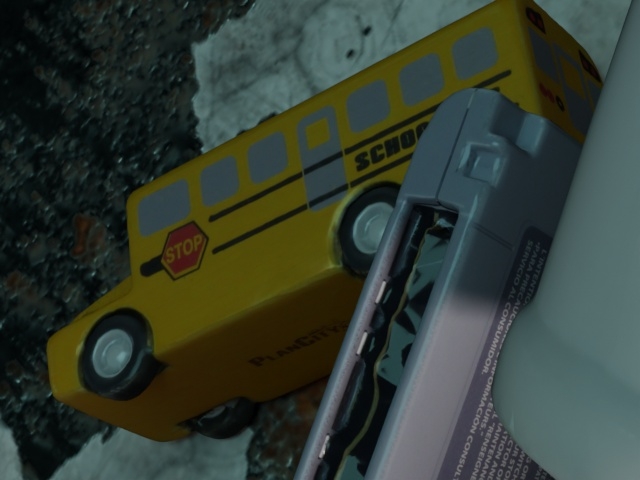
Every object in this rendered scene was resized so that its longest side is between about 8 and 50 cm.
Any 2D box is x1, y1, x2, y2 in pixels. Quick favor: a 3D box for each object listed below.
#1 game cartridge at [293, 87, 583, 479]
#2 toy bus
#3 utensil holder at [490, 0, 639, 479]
[{"bbox_3d":[0.077,0.100,0.817,0.060,0.196,0.294,12,78,47],"label":"game cartridge"},{"bbox_3d":[0.000,0.000,0.974,0.333,0.108,0.130,-26,58,26],"label":"toy bus"},{"bbox_3d":[0.271,-0.074,0.605,0.327,0.327,0.385,25,103,41],"label":"utensil holder"}]
